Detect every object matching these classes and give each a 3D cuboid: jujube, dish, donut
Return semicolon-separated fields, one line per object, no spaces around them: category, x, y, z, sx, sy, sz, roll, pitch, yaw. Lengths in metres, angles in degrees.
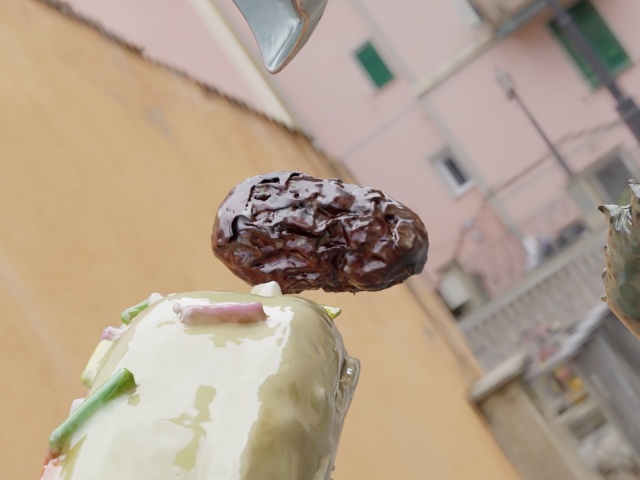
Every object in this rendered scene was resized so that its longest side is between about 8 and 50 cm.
jujube;0.001;-0.001;1.310;0.104;0.166;0.104;12;-90;-83
dish;-0.042;-0.270;1.700;0.077;0.151;0.212;-32;-6;-16
donut;-0.076;0.170;0.955;0.371;0.150;0.307;-47;-27;-85

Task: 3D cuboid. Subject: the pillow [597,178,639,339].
pillow;0.314;0.021;1.667;0.051;0.093;0.241;-52;-33;-38
